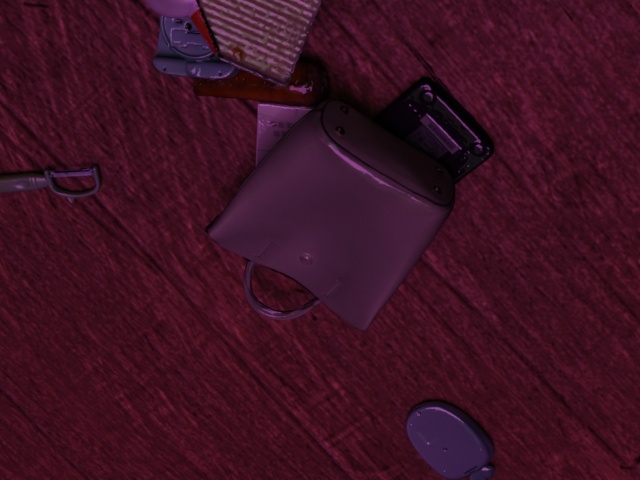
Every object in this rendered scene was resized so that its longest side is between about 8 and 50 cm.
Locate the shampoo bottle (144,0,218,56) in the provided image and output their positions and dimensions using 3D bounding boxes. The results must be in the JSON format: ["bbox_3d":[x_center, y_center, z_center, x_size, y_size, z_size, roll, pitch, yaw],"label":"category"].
[{"bbox_3d":[-0.160,-0.306,1.441,0.108,0.051,0.221,-33,92,11],"label":"shampoo bottle"}]

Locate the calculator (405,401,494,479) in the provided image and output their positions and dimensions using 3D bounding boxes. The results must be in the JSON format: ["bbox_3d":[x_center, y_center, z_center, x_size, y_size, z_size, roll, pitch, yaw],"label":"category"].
[{"bbox_3d":[0.179,0.278,1.766,0.095,0.021,0.153,-35,105,26],"label":"calculator"}]

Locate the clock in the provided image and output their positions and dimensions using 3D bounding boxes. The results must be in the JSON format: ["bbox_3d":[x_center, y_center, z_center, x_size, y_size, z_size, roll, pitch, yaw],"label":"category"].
[{"bbox_3d":[-0.140,-0.254,1.494,0.101,0.041,0.135,5,101,12],"label":"clock"}]

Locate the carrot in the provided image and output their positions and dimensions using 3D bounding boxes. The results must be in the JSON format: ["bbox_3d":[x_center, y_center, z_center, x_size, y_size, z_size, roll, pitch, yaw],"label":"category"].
[{"bbox_3d":[-0.069,-0.186,1.530,0.161,0.055,0.055,5,121,14],"label":"carrot"}]

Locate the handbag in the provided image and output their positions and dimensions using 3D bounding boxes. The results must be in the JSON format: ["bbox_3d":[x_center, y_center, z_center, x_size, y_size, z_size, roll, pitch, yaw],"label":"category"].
[{"bbox_3d":[0.000,0.000,1.558,0.241,0.109,0.315,32,120,-10],"label":"handbag"}]

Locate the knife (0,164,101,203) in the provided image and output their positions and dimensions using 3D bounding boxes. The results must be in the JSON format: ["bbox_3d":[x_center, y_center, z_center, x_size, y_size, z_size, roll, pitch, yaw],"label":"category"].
[{"bbox_3d":[-0.381,-0.068,1.678,0.212,0.015,0.054,-3,127,12],"label":"knife"}]

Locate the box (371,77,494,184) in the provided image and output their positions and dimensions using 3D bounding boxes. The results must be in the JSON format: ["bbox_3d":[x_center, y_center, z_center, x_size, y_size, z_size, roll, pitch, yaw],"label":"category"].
[{"bbox_3d":[0.124,-0.115,1.546,0.126,0.027,0.125,43,119,-14],"label":"box"}]

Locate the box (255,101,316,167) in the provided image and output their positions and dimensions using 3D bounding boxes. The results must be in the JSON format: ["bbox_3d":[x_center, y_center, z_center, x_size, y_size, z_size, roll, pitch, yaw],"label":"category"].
[{"bbox_3d":[-0.027,-0.078,1.595,0.109,0.029,0.198,7,120,7],"label":"box"}]

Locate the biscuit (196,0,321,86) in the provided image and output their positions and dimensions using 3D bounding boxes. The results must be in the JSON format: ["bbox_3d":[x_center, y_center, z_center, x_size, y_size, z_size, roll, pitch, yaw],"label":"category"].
[{"bbox_3d":[-0.053,-0.303,1.399,0.147,0.046,0.250,20,93,-8],"label":"biscuit"}]
